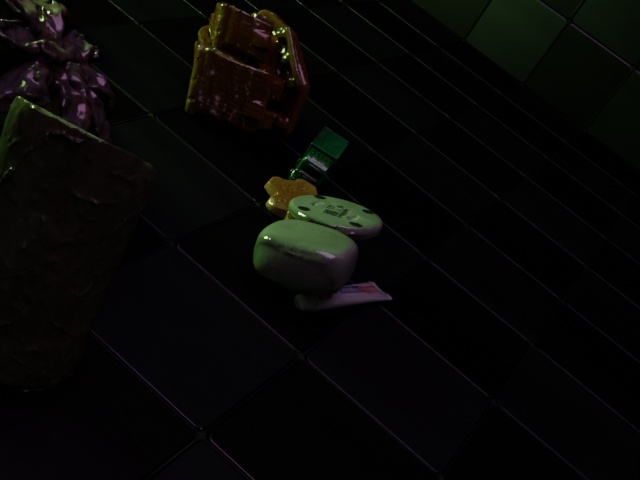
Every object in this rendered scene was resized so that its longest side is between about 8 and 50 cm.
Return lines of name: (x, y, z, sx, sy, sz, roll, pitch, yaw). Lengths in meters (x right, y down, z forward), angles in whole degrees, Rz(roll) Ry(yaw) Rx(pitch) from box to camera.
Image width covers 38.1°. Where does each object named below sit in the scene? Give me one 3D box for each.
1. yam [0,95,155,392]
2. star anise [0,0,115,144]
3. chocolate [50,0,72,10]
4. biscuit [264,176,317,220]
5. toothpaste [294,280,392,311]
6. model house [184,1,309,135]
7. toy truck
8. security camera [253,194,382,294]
yam: (-0.287, -0.003, 0.978, 0.168, 0.304, 0.168, 24, 20, -9)
star anise: (-0.387, -0.232, 1.299, 0.331, 0.118, 0.331, 50, 25, -34)
chocolate: (-0.518, -0.446, 1.646, 0.149, 0.080, 0.125, 2, 29, -34)
biscuit: (-0.026, -0.042, 1.573, 0.133, 0.027, 0.184, -6, 49, -46)
toothpaste: (0.035, 0.086, 1.438, 0.052, 0.033, 0.218, 39, 24, 29)
model house: (-0.149, -0.326, 1.729, 0.219, 0.199, 0.229, 34, 21, 27)
toy truck: (-0.004, -0.142, 1.701, 0.065, 0.079, 0.147, 34, 30, -1)
security camera: (0.000, 0.000, 1.452, 0.157, 0.080, 0.301, 17, 22, 11)
